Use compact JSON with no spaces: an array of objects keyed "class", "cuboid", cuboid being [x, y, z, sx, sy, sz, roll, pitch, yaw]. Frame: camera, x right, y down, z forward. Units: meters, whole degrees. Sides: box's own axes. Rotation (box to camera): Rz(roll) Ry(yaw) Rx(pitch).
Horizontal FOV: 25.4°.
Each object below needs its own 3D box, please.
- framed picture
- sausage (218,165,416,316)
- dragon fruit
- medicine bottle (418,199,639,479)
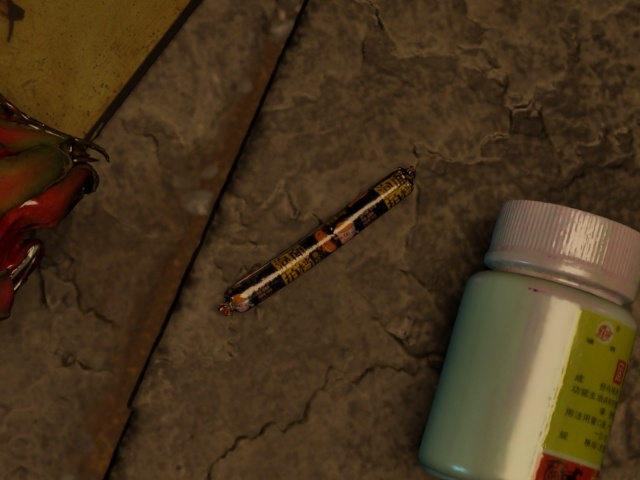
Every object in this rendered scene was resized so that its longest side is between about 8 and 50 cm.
[{"class":"framed picture","cuboid":[-0.234,-0.244,1.040,0.338,0.014,0.255,43,78,-33]},{"class":"sausage","cuboid":[0.000,0.000,1.138,0.198,0.025,0.028,-35,138,-12]},{"class":"dragon fruit","cuboid":[-0.283,-0.017,0.991,0.293,0.234,0.234,-20,90,-21]},{"class":"medicine bottle","cuboid":[0.169,0.093,1.109,0.139,0.139,0.225,17,83,-10]}]
